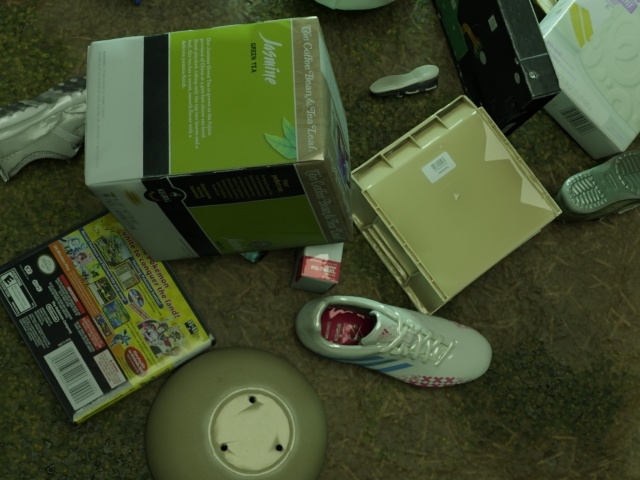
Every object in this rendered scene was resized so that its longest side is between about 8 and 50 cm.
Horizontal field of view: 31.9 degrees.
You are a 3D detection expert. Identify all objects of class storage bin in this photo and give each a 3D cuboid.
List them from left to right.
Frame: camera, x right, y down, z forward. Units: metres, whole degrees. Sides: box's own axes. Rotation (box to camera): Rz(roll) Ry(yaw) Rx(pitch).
[{"bbox_3d":[0.208,-0.059,1.838,0.262,0.123,0.260,-35,86,-16],"label":"storage bin"}]

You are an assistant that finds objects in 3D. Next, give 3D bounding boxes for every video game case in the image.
[{"bbox_3d":[-0.336,0.106,1.719,0.248,0.035,0.274,-30,76,-16],"label":"video game case"}]

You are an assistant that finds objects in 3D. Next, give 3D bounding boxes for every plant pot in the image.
[{"bbox_3d":[-0.115,0.288,1.662,0.284,0.191,0.284,2,77,-10],"label":"plant pot"}]

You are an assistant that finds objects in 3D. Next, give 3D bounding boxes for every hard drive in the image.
[{"bbox_3d":[0.278,-0.357,1.859,0.064,0.237,0.338,-17,81,-15],"label":"hard drive"}]

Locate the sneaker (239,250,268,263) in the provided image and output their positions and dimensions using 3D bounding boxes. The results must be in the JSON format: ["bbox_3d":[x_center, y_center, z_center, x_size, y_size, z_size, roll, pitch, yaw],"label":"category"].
[{"bbox_3d":[-0.077,-0.110,1.801,0.122,0.110,0.283,31,74,0],"label":"sneaker"}]

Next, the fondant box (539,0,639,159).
[{"bbox_3d":[0.515,-0.342,1.958,0.238,0.096,0.330,43,72,-10],"label":"fondant box"}]

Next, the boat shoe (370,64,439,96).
[{"bbox_3d":[0.145,-0.264,1.914,0.125,0.038,0.046,-21,39,-15],"label":"boat shoe"}]

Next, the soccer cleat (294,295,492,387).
[{"bbox_3d":[0.123,0.161,1.761,0.331,0.143,0.116,11,76,-9],"label":"soccer cleat"}]

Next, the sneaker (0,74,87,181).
[{"bbox_3d":[-0.402,-0.184,1.775,0.281,0.105,0.115,-22,117,-19],"label":"sneaker"}]

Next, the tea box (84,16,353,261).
[{"bbox_3d":[-0.130,-0.131,1.601,0.324,0.329,0.219,-4,70,6],"label":"tea box"}]

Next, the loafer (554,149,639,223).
[{"bbox_3d":[0.494,-0.089,1.924,0.251,0.087,0.094,-13,73,-29],"label":"loafer"}]

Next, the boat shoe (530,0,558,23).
[{"bbox_3d":[0.384,-0.445,1.999,0.045,0.050,0.135,-37,97,-20],"label":"boat shoe"}]

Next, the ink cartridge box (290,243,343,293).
[{"bbox_3d":[0.000,0.000,1.789,0.063,0.109,0.150,11,76,-8],"label":"ink cartridge box"}]

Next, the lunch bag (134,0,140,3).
[{"bbox_3d":[-0.270,-0.638,1.815,0.328,0.239,0.385,45,81,3],"label":"lunch bag"}]

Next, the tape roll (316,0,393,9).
[{"bbox_3d":[0.054,-0.526,1.845,0.286,0.100,0.286,3,72,-9],"label":"tape roll"}]
